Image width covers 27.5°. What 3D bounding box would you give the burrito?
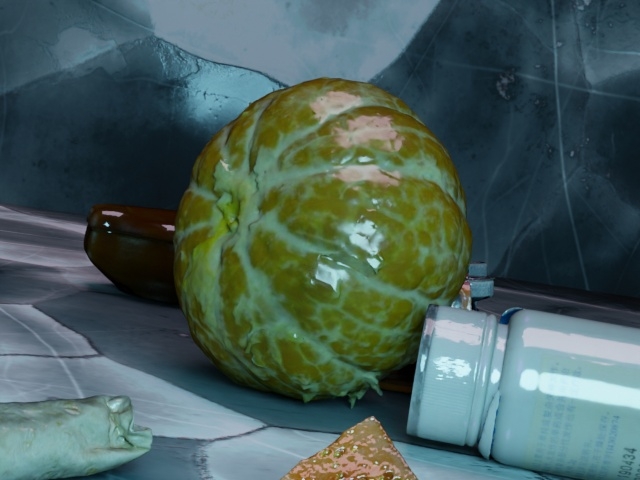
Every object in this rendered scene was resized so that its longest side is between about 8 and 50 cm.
[{"bbox_3d":[-0.234,0.132,0.860,0.275,0.059,0.082,5,13,-46],"label":"burrito"}]

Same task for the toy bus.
[{"bbox_3d":[0.124,0.101,1.512,0.153,0.143,0.329,-1,4,5],"label":"toy bus"}]

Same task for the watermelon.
[{"bbox_3d":[0.026,0.157,0.831,0.125,0.094,0.135,3,1,4],"label":"watermelon"}]

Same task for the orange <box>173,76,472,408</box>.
[{"bbox_3d":[0.000,0.000,1.317,0.329,0.329,0.249,14,-13,47],"label":"orange"}]

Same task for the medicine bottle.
[{"bbox_3d":[0.212,0.136,1.160,0.258,0.143,0.143,10,4,5],"label":"medicine bottle"}]

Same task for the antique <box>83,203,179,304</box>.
[{"bbox_3d":[-0.206,0.020,1.895,0.278,0.129,0.223,8,5,-18],"label":"antique"}]
